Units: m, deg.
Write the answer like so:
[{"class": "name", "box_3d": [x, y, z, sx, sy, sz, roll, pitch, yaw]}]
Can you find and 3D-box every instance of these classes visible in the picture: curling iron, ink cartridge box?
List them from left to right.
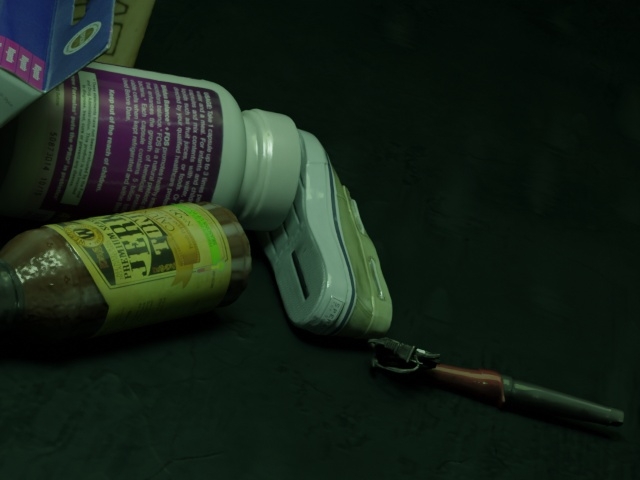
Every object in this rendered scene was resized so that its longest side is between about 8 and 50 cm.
[{"class": "ink cartridge box", "box_3d": [-0.340, -0.176, 1.702, 0.071, 0.330, 0.324, 47, 16, -26]}, {"class": "curling iron", "box_3d": [0.173, 0.147, 1.766, 0.274, 0.035, 0.068, 18, -4, -13]}]

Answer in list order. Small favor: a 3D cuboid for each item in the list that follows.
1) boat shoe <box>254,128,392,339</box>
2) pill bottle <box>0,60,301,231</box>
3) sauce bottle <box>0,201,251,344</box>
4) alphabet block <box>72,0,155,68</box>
[{"class": "boat shoe", "box_3d": [0.000, 0.000, 1.868, 0.094, 0.109, 0.302, 25, 32, -29]}, {"class": "pill bottle", "box_3d": [-0.180, -0.088, 1.801, 0.301, 0.169, 0.169, 8, 30, -24]}, {"class": "sauce bottle", "box_3d": [-0.214, 0.036, 1.617, 0.111, 0.111, 0.344, 39, 32, 30]}, {"class": "alphabet block", "box_3d": [-0.309, -0.302, 2.063, 0.193, 0.197, 0.192, 5, 32, -29]}]
